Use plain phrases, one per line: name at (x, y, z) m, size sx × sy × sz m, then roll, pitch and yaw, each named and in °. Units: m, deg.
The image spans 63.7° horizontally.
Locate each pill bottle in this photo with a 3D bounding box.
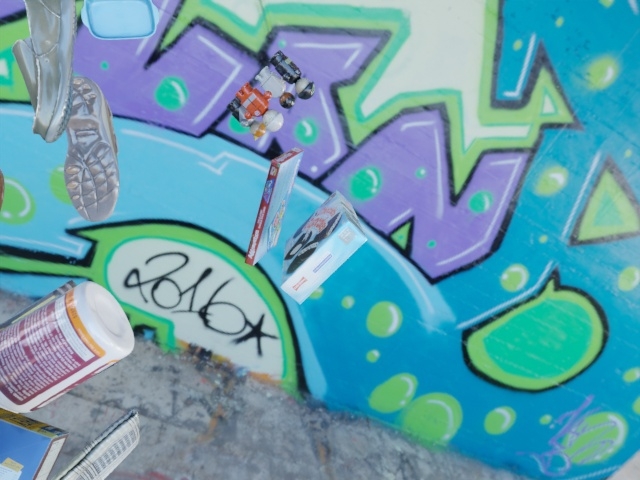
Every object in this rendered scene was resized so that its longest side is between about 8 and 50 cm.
pill bottle at (-0.709, 0.294, 1.323) m, size 0.224 × 0.392 × 0.224 m, roll 59°, pitch -3°, yaw 5°

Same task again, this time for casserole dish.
casserole dish at (-0.516, -0.578, 1.332) m, size 0.188 × 0.114 × 0.037 m, roll -11°, pitch 12°, yaw -18°

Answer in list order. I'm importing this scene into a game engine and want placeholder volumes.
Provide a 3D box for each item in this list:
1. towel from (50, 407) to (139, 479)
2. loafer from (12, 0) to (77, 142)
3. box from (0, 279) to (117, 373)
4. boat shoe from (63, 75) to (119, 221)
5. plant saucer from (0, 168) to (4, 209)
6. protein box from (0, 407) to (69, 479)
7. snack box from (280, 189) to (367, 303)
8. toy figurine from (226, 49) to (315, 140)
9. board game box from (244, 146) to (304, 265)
towel at (-0.641, 0.642, 1.455) m, size 0.056 × 0.312 × 0.324 m, roll 41°, pitch 53°, yaw 11°
loafer at (-0.456, -0.287, 0.849) m, size 0.087 × 0.252 × 0.094 m, roll 4°, pitch -3°, yaw -22°
box at (-0.917, 0.362, 1.768) m, size 0.318 × 0.394 × 0.097 m, roll 56°, pitch 17°, yaw -13°
boat shoe at (-0.520, -0.207, 1.192) m, size 0.122 × 0.325 × 0.116 m, roll -1°, pitch 10°, yaw -6°
plant saucer at (-0.416, -0.029, 0.601) m, size 0.029 × 0.169 × 0.168 m, roll 21°, pitch 23°, yaw -13°
protein box at (-0.667, 0.461, 1.045) m, size 0.199 × 0.201 × 0.136 m, roll 22°, pitch -19°, yaw -5°
snack box at (0.000, 0.000, 1.128) m, size 0.060 × 0.187 × 0.322 m, roll 43°, pitch 10°, yaw -12°
toy figurine at (-0.138, -0.393, 1.431) m, size 0.148 × 0.213 × 0.209 m, roll 44°, pitch -18°, yaw -15°
board game box at (-0.115, -0.084, 1.272) m, size 0.027 × 0.282 × 0.145 m, roll 25°, pitch 28°, yaw 11°
